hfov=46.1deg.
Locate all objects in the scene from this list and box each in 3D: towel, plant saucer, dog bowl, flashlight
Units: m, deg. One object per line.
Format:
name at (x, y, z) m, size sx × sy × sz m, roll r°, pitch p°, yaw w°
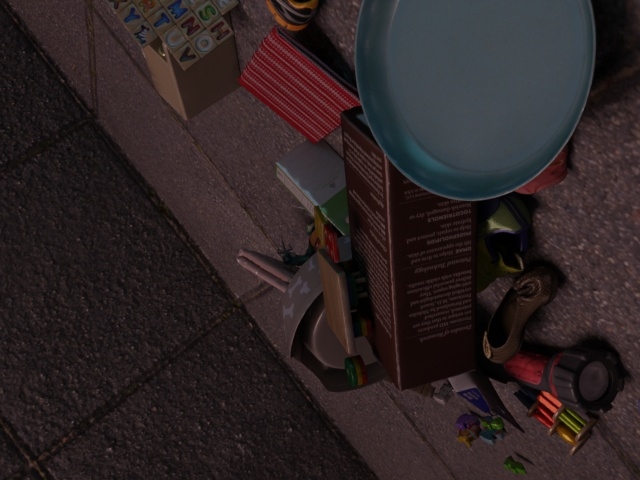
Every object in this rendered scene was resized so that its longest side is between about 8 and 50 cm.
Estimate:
towel at (0.003, 0.125, 1.784) m, size 0.332 × 0.053 × 0.317 m, roll 26°, pitch 180°, yaw -39°
plant saucer at (0.163, -0.203, 0.828) m, size 0.318 × 0.044 × 0.317 m, roll 16°, pitch 112°, yaw 44°
dog bowl at (0.082, 0.124, 1.396) m, size 0.102 × 0.349 × 0.348 m, roll 53°, pitch 167°, yaw 43°
flashlight at (0.358, 0.206, 1.245) m, size 0.304 × 0.103 × 0.103 m, roll -174°, pitch 89°, yaw -69°
towel at (-0.038, -0.268, 1.329) m, size 0.199 × 0.031 × 0.275 m, roll 37°, pitch 164°, yaw -11°

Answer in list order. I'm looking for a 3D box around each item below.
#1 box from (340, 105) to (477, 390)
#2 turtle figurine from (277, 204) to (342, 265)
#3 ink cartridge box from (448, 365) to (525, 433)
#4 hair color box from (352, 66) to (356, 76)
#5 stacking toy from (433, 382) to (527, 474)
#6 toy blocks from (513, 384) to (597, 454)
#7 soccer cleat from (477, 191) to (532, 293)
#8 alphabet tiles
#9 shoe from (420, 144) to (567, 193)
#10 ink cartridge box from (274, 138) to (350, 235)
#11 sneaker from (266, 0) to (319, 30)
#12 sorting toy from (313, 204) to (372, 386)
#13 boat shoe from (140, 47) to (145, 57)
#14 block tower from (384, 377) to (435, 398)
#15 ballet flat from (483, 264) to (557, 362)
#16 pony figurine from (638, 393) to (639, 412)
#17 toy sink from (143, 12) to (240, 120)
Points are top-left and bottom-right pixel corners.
box at (0.132, 0.005, 1.103) m, size 0.191 × 0.143 × 0.381 m, roll -123°, pitch 26°, yaw -59°
turtle figurine at (0.000, 0.000, 1.704) m, size 0.234 × 0.118 × 0.175 m, roll 47°, pitch 123°, yaw 48°
ink cartridge box at (0.275, 0.253, 1.391) m, size 0.223 × 0.045 × 0.224 m, roll 40°, pitch -163°, yaw -53°
hair color box at (0.108, -0.208, 1.145) m, size 0.072 × 0.043 × 0.141 m, roll 26°, pitch 149°, yaw 54°
stacking toy at (0.369, 0.429, 1.724) m, size 0.221 × 0.052 × 0.167 m, roll 18°, pitch 144°, yaw 57°
toy blocks at (0.416, 0.305, 1.355) m, size 0.148 × 0.054 × 0.123 m, roll 41°, pitch 160°, yaw 31°
soccer cleat at (0.253, 0.024, 1.145) m, size 0.121 × 0.093 × 0.289 m, roll 51°, pitch 162°, yaw 28°
alphabet tiles at (-0.276, -0.446, 1.394) m, size 0.237 × 0.198 × 0.009 m, roll 54°, pitch -179°, yaw -4°
shoe at (0.218, -0.090, 0.931) m, size 0.081 × 0.178 × 0.063 m, roll 67°, pitch -166°, yaw -46°
ink cartridge box at (0.018, -0.099, 1.469) m, size 0.209 × 0.109 × 0.062 m, roll 47°, pitch 162°, yaw 14°
sneaker at (-0.075, -0.421, 1.138) m, size 0.215 × 0.084 × 0.083 m, roll 46°, pitch 165°, yaw -17°
sorting toy at (0.038, 0.081, 1.173) m, size 0.132 × 0.046 × 0.274 m, roll -132°, pitch 32°, yaw -69°
boat shoe at (-0.366, -0.500, 1.664) m, size 0.109 × 0.094 × 0.302 m, roll 45°, pitch 161°, yaw 21°
block tower at (0.117, 0.258, 1.700) m, size 0.336 × 0.097 × 0.091 m, roll 26°, pitch 173°, yaw -26°
ballet flat at (0.299, 0.120, 1.189) m, size 0.249 × 0.058 × 0.084 m, roll 106°, pitch 157°, yaw -54°
pony figurine at (0.523, 0.364, 0.943) m, size 0.363 × 0.303 × 0.350 m, roll 40°, pitch 127°, yaw 42°
toy sink at (-0.272, -0.393, 1.548) m, size 0.131 × 0.153 × 0.234 m, roll 45°, pitch 162°, yaw 23°
